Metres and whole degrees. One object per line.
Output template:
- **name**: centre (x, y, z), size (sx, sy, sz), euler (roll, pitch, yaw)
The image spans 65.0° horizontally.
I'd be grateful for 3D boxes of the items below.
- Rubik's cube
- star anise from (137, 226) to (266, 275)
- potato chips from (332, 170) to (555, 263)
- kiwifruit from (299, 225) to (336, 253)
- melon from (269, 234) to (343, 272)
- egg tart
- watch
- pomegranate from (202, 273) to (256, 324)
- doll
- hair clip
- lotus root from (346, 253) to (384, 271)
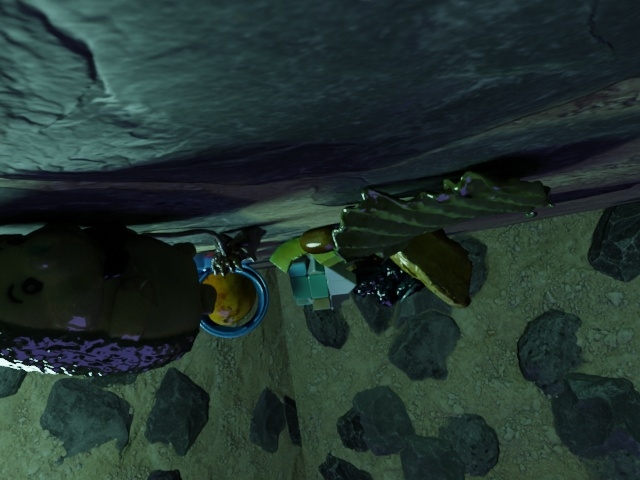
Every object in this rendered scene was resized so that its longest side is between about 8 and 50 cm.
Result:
- **Rubik's cube**: centre (0.010, 0.097, 1.679), size (0.213, 0.265, 0.224), euler (-7, -157, 6)
- **star anise**: centre (-0.242, -0.012, 1.013), size (0.148, 0.218, 0.227), euler (27, 158, 43)
- **potato chips**: centre (0.220, -0.050, 0.918), size (0.374, 0.097, 0.389), euler (-17, 171, 26)
- **kiwifruit**: centre (0.000, 0.000, 1.315), size (0.125, 0.075, 0.075), euler (-7, 178, 35)
- **melon**: centre (-0.048, 0.039, 1.474), size (0.210, 0.117, 0.064), euler (-21, 161, 5)
- **egg tart**: centre (0.301, 0.037, 1.378), size (0.132, 0.345, 0.345), euler (-51, 161, 16)
- **watch**: centre (-0.317, 0.168, 1.542), size (0.306, 0.274, 0.241), euler (-13, 177, -11)
- **pomegranate**: centre (-0.362, 0.183, 1.862), size (0.265, 0.264, 0.264), euler (-9, 176, -1)
- **doll**: centre (-0.327, 0.076, 0.717), size (0.350, 0.247, 0.247), euler (3, 169, -43)
- **hair clip**: centre (0.258, 0.105, 1.719), size (0.310, 0.206, 0.194), euler (-46, 167, 17)
- **lotus root**: centre (0.163, 0.085, 1.949), size (0.180, 0.198, 0.188), euler (0, 179, -33)
